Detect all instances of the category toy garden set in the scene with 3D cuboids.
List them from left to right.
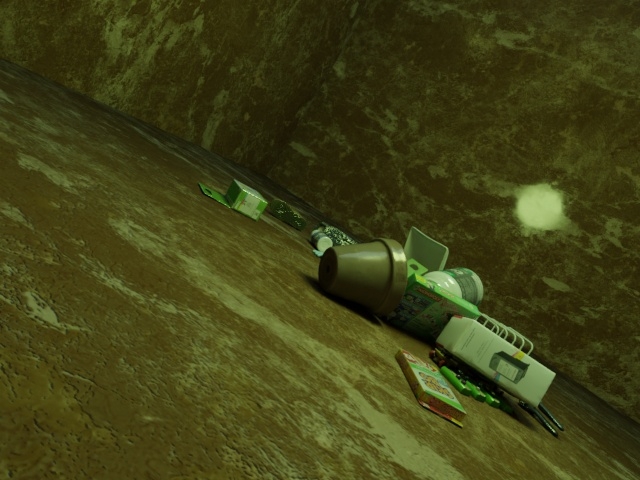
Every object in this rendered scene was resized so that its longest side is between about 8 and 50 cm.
[{"bbox_3d":[0.471,0.430,1.485,0.244,0.049,0.204,28,8,-28],"label":"toy garden set"}]

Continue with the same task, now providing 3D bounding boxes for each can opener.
[{"bbox_3d":[0.742,0.577,1.587,0.073,0.059,0.186,29,8,-27],"label":"can opener"}]

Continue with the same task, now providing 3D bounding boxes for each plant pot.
[{"bbox_3d":[0.125,0.109,1.563,0.229,0.263,0.263,9,17,-24],"label":"plant pot"}]

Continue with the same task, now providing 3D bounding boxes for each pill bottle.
[{"bbox_3d":[0.000,0.000,2.266,0.078,0.078,0.137,28,8,-26],"label":"pill bottle"},{"bbox_3d":[0.519,0.224,1.963,0.204,0.204,0.361,36,23,32],"label":"pill bottle"}]

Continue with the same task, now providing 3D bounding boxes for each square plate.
[{"bbox_3d":[0.484,0.143,2.285,0.049,0.344,0.347,10,15,-20],"label":"square plate"}]

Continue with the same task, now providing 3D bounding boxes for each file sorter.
[{"bbox_3d":[0.758,0.446,2.073,0.277,0.173,0.193,27,8,-30],"label":"file sorter"}]

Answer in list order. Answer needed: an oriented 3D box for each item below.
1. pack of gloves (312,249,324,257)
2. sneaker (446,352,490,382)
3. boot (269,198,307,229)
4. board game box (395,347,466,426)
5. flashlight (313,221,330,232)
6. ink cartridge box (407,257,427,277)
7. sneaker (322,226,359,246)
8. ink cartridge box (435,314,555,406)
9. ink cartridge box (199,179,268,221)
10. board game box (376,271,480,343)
[{"bbox_3d":[0.079,0.091,2.127,0.195,0.046,0.232,36,8,23],"label":"pack of gloves"},{"bbox_3d":[0.556,0.434,1.687,0.237,0.085,0.086,30,14,8],"label":"sneaker"},{"bbox_3d":[-0.187,-0.156,2.532,0.236,0.089,0.269,40,4,-19],"label":"boot"},{"bbox_3d":[0.274,0.364,1.192,0.124,0.039,0.259,30,10,-9],"label":"board game box"},{"bbox_3d":[0.086,-0.009,2.613,0.304,0.103,0.103,25,36,-47],"label":"flashlight"},{"bbox_3d":[0.363,0.148,2.228,0.056,0.235,0.171,63,-7,-24],"label":"ink cartridge box"},{"bbox_3d":[0.137,0.055,2.395,0.319,0.112,0.131,42,-19,3],"label":"sneaker"},{"bbox_3d":[0.555,0.382,1.536,0.306,0.131,0.226,33,-5,1],"label":"ink cartridge box"},{"bbox_3d":[-0.372,-0.201,2.002,0.255,0.097,0.189,29,8,-28],"label":"ink cartridge box"},{"bbox_3d":[0.375,0.249,1.668,0.317,0.213,0.046,29,34,-25],"label":"board game box"}]
